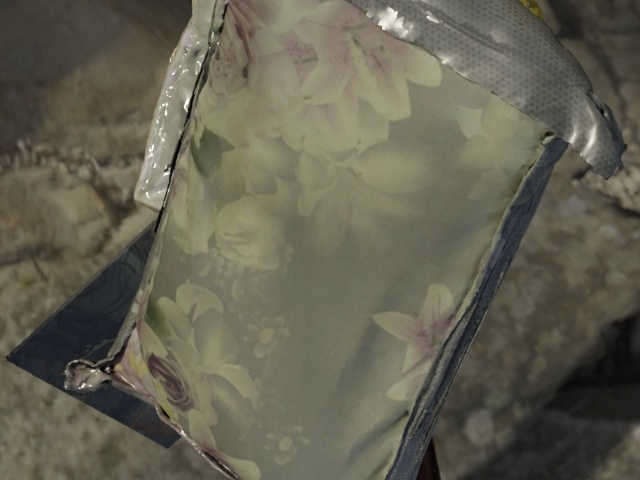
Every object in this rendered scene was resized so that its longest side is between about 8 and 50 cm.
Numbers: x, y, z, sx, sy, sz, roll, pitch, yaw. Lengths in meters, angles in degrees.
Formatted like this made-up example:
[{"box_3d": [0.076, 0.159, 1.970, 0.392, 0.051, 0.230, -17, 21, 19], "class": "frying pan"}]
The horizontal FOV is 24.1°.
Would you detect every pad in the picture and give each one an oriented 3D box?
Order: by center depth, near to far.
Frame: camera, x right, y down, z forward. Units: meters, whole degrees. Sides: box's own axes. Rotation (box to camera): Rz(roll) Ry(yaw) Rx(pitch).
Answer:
[{"box_3d": [-0.137, 0.079, 1.657, 0.367, 0.007, 0.248, -40, 126, 21], "class": "pad"}]

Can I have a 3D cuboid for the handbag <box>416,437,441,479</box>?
[{"box_3d": [0.004, 0.239, 1.129, 0.074, 0.203, 0.216, 36, 111, -24], "class": "handbag"}]

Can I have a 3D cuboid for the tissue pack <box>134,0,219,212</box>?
[{"box_3d": [-0.011, -0.085, 0.928, 0.222, 0.090, 0.186, 14, 92, -62], "class": "tissue pack"}]

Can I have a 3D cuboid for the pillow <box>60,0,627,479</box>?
[{"box_3d": [0.000, 0.000, 0.562, 0.169, 0.059, 0.255, 29, 125, 8], "class": "pillow"}]

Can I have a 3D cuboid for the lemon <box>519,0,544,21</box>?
[{"box_3d": [0.204, -0.226, 1.630, 0.082, 0.082, 0.110, -11, 146, -13], "class": "lemon"}]
